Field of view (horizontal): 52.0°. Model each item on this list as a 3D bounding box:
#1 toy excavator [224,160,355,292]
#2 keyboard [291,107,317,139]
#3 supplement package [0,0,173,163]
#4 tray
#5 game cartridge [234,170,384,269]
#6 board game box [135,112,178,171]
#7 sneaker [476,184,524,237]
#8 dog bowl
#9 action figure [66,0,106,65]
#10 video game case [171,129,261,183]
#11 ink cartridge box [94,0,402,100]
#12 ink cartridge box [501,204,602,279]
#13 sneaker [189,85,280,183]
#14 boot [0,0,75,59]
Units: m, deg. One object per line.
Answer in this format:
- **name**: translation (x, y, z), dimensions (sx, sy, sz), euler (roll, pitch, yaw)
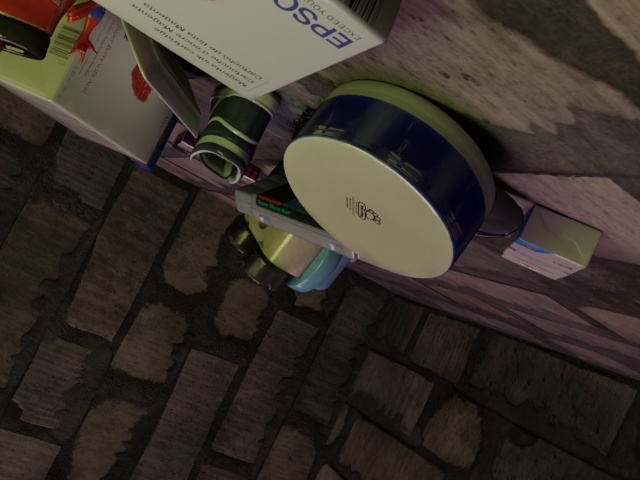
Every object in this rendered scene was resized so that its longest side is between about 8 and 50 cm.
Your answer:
- **toy excavator**: translation (0.000, 0.000, 1.626), dimensions (0.445, 0.222, 0.433), euler (32, -166, -34)
- **keyboard**: translation (0.002, -0.186, 1.043), dimensions (0.100, 0.038, 0.192), euler (3, 173, -1)
- **supplement package**: translation (-0.395, -0.281, 1.129), dimensions (0.175, 0.177, 0.293), euler (24, 175, 18)
- **tray**: translation (-0.243, -0.268, 1.028), dimensions (0.270, 0.030, 0.145), euler (61, -173, -79)
- **game cartridge**: translation (0.043, -0.062, 1.147), dimensions (0.355, 0.068, 0.230), euler (21, -150, 39)
- **board game box**: translation (-0.372, -0.245, 1.463), dimensions (0.047, 0.160, 0.210), euler (26, 175, -6)
- **sneaker**: translation (0.194, -0.073, 0.916), dimensions (0.224, 0.083, 0.098), euler (27, 170, -5)
- **dog bowl**: translation (0.085, -0.073, 0.858), dimensions (0.265, 0.104, 0.265), euler (32, 158, 15)
- **action figure**: translation (-0.307, -0.306, 0.761), dimensions (0.091, 0.139, 0.280), euler (22, 176, 44)
- **video game case**: translation (-0.298, -0.232, 1.859), dimensions (0.232, 0.041, 0.210), euler (28, 174, -19)
- **ink cartridge box**: translation (-0.148, -0.247, 0.597), dimensions (0.324, 0.071, 0.330), euler (28, 161, -29)
- **ink cartridge box**: translation (0.353, 0.007, 1.028), dimensions (0.104, 0.060, 0.180), euler (24, 174, 9)
- **sneaker**: translation (-0.165, -0.181, 1.141), dimensions (0.099, 0.153, 0.282), euler (28, 174, -18)
- **boot**: translation (-0.436, -0.336, 0.821), dimensions (0.244, 0.176, 0.088), euler (28, 176, -9)
